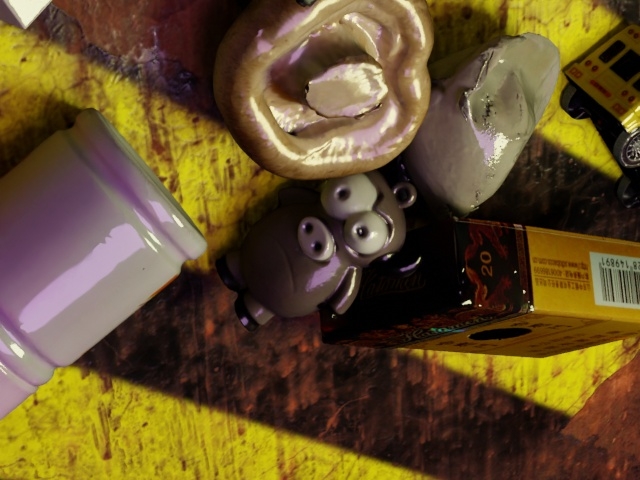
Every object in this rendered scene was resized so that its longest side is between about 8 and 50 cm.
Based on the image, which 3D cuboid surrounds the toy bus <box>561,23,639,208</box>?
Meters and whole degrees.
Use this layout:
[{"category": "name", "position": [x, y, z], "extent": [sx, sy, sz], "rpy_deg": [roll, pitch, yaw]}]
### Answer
[{"category": "toy bus", "position": [0.448, -0.125, 2.258], "extent": [0.151, 0.145, 0.331], "rpy_deg": [-42, 137, 0]}]

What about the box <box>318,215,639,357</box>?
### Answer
[{"category": "box", "position": [0.229, 0.068, 2.191], "extent": [0.415, 0.116, 0.264], "rpy_deg": [7, 164, -40]}]

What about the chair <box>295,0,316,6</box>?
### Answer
[{"category": "chair", "position": [0.002, -0.392, 1.722], "extent": [0.270, 0.147, 0.136], "rpy_deg": [-48, 136, 11]}]

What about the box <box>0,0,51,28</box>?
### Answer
[{"category": "box", "position": [-0.247, -0.344, 1.583], "extent": [0.256, 0.069, 0.164], "rpy_deg": [-51, 140, -17]}]

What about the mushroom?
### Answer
[{"category": "mushroom", "position": [0.011, -0.188, 1.893], "extent": [0.278, 0.146, 0.278], "rpy_deg": [-13, 126, -20]}]

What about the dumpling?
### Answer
[{"category": "dumpling", "position": [0.177, -0.146, 2.064], "extent": [0.293, 0.163, 0.204], "rpy_deg": [98, 16, -49]}]

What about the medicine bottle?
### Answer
[{"category": "medicine bottle", "position": [-0.299, 0.030, 1.820], "extent": [0.316, 0.202, 0.202], "rpy_deg": [-39, 138, -1]}]

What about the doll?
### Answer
[{"category": "doll", "position": [0.000, 0.001, 2.037], "extent": [0.257, 0.182, 0.117], "rpy_deg": [-31, 166, 21]}]
